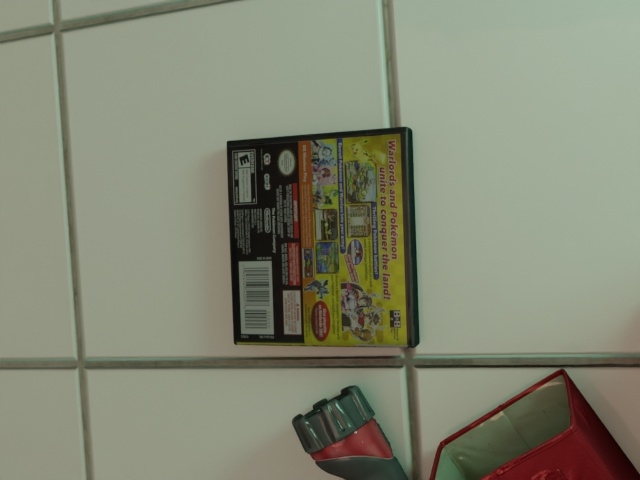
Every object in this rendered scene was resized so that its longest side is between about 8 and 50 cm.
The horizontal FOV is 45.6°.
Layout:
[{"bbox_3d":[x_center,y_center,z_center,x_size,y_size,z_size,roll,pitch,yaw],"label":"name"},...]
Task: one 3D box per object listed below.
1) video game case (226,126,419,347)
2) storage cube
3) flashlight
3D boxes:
[{"bbox_3d":[0.000,0.000,0.988,0.248,0.035,0.275,-2,91,20],"label":"video game case"},{"bbox_3d":[0.248,0.287,0.824,0.183,0.215,0.193,-37,87,16],"label":"storage cube"},{"bbox_3d":[0.076,0.334,0.941,0.103,0.103,0.304,-34,81,44],"label":"flashlight"}]
